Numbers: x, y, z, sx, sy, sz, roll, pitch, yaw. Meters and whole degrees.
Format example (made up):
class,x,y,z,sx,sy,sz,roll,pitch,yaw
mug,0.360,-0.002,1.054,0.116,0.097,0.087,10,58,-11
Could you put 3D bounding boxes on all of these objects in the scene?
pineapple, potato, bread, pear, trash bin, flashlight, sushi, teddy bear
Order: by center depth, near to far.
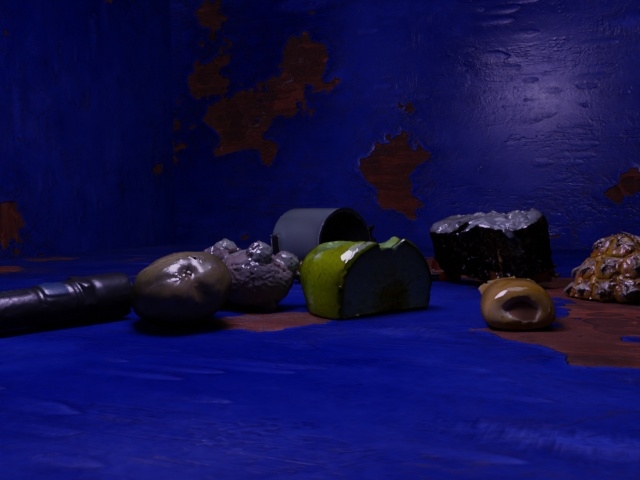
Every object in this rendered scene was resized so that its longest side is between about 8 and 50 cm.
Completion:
class,x,y,z,sx,sy,sz,roll,pitch,yaw
flashlight,-0.539,0.127,1.357,0.103,0.103,0.423,2,6,39
bread,0.369,0.115,1.385,0.134,0.085,0.173,-1,3,6
potato,-0.275,0.094,1.431,0.191,0.141,0.296,-19,10,-18
pear,0.074,0.074,1.604,0.292,0.160,0.292,-3,1,0
teddy bear,-0.182,0.077,1.645,0.267,0.151,0.236,6,-14,44
pineapple,0.724,0.061,1.674,0.334,0.159,0.161,2,4,26
sushi,0.454,0.026,2.006,0.348,0.208,0.234,2,19,44
trash bin,0.000,0.000,2.430,0.277,0.217,0.262,-10,8,-36

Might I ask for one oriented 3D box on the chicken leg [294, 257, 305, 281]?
class,x,y,z,sx,sy,sz,roll,pitch,yaw
chicken leg,-0.020,0.098,2.099,0.093,0.070,0.178,-3,14,-44

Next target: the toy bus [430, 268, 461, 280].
class,x,y,z,sx,sy,sz,roll,pitch,yaw
toy bus,0.358,0.104,2.160,0.110,0.031,0.043,0,10,9

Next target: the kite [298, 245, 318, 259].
class,x,y,z,sx,sy,sz,roll,pitch,yaw
kite,-0.085,0.065,2.249,0.229,0.016,0.127,-25,11,7

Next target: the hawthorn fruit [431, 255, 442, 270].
class,x,y,z,sx,sy,sz,roll,pitch,yaw
hawthorn fruit,0.378,0.077,2.280,0.077,0.077,0.077,-1,3,0
